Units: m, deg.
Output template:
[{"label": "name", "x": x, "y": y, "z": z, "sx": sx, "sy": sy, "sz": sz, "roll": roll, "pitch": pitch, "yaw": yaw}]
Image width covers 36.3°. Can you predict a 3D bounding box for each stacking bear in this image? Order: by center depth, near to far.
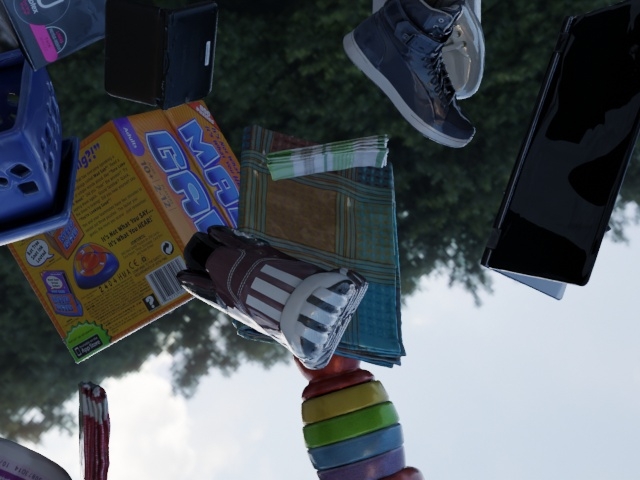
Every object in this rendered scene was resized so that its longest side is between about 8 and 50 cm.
[{"label": "stacking bear", "x": 0.038, "y": 0.260, "z": 1.505, "sx": 0.176, "sy": 0.288, "sz": 0.164, "roll": -17, "pitch": 171, "yaw": -4}]

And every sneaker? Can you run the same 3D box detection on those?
[{"label": "sneaker", "x": -0.048, "y": 0.041, "z": 0.939, "sx": 0.106, "sy": 0.163, "sz": 0.281, "roll": -62, "pitch": 172, "yaw": -8}, {"label": "sneaker", "x": 0.160, "y": -0.238, "z": 1.305, "sx": 0.163, "sy": 0.226, "sz": 0.086, "roll": -39, "pitch": -165, "yaw": 39}, {"label": "sneaker", "x": 0.160, "y": -0.348, "z": 1.441, "sx": 0.106, "sy": 0.290, "sz": 0.123, "roll": -12, "pitch": -176, "yaw": 33}]

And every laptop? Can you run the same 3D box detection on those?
[{"label": "laptop", "x": 0.404, "y": -0.104, "z": 1.359, "sx": 0.236, "sy": 0.408, "sz": 0.381, "roll": 18, "pitch": -92, "yaw": 40}]

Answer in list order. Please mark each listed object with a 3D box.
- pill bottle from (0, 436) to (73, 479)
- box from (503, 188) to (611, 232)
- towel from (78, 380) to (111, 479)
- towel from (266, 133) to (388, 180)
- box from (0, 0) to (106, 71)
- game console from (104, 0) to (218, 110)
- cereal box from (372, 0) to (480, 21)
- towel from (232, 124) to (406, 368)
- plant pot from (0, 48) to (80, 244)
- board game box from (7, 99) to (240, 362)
[{"label": "pill bottle", "x": -0.447, "y": 0.412, "z": 1.231, "sx": 0.169, "sy": 0.169, "sz": 0.301, "roll": -17, "pitch": -137, "yaw": 44}, {"label": "box", "x": 0.475, "y": -0.062, "z": 1.972, "sx": 0.078, "sy": 0.180, "sz": 0.147, "roll": -26, "pitch": 173, "yaw": -26}, {"label": "towel", "x": -0.297, "y": 0.352, "z": 1.287, "sx": 0.237, "sy": 0.037, "sz": 0.328, "roll": 156, "pitch": -68, "yaw": -72}, {"label": "towel", "x": 0.010, "y": -0.098, "z": 1.229, "sx": 0.152, "sy": 0.023, "sz": 0.113, "roll": -9, "pitch": 170, "yaw": 0}, {"label": "box", "x": -0.409, "y": -0.392, "z": 1.363, "sx": 0.143, "sy": 0.165, "sz": 0.270, "roll": -29, "pitch": -128, "yaw": -13}, {"label": "game console", "x": -0.181, "y": -0.218, "z": 1.109, "sx": 0.107, "sy": 0.122, "sz": 0.071, "roll": -26, "pitch": -130, "yaw": -38}, {"label": "cereal box", "x": 0.170, "y": -0.409, "z": 1.570, "sx": 0.173, "sy": 0.047, "sz": 0.240, "roll": -4, "pitch": -100, "yaw": 24}, {"label": "towel", "x": 0.000, "y": 0.000, "z": 1.494, "sx": 0.040, "sy": 0.272, "sz": 0.370, "roll": 130, "pitch": -33, "yaw": -50}, {"label": "plant pot", "x": -0.500, "y": -0.125, "z": 1.487, "sx": 0.236, "sy": 0.212, "sz": 0.236, "roll": -16, "pitch": -137, "yaw": 7}, {"label": "board game box", "x": -0.362, "y": -0.028, "z": 1.980, "sx": 0.357, "sy": 0.356, "sz": 0.356, "roll": -29, "pitch": -178, "yaw": 26}]
